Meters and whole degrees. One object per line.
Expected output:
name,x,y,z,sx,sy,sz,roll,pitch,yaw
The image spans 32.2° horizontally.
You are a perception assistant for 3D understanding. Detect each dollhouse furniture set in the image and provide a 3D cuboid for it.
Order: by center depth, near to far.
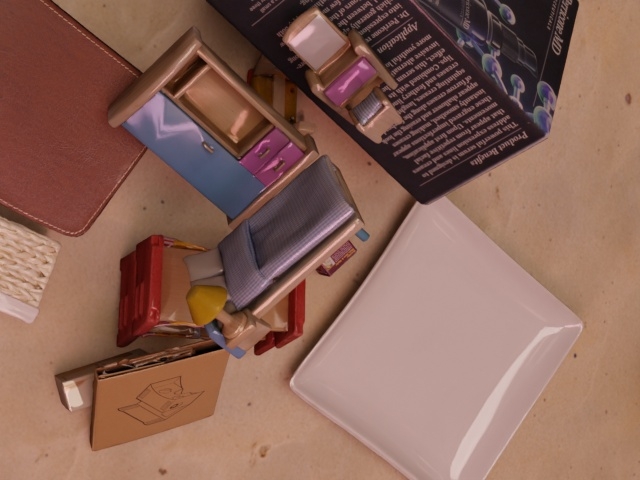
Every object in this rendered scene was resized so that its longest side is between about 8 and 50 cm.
dollhouse furniture set,-0.063,-0.088,1.125,0.286,0.303,0.198,-41,119,14
dollhouse furniture set,-0.132,-0.050,1.406,0.201,0.152,0.374,9,73,-23

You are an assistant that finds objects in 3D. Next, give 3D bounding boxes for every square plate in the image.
square plate,0.169,0.159,1.579,0.344,0.049,0.347,40,78,-20

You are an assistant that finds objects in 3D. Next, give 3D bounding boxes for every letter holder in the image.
letter holder,-0.355,-0.166,1.252,0.302,0.152,0.214,37,84,-32

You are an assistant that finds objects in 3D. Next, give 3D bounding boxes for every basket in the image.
basket,-0.398,0.016,1.291,0.167,0.113,0.103,26,81,-23

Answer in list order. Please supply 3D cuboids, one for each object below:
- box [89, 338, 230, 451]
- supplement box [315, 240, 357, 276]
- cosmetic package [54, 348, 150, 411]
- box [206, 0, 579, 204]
box,-0.198,0.188,1.357,0.165,0.201,0.021,-13,60,-21
supplement box,0.000,0.000,1.498,0.055,0.043,0.083,-43,107,-15
cosmetic package,-0.268,0.174,1.387,0.115,0.060,0.041,-17,99,-23
box,0.102,-0.297,1.368,0.395,0.212,0.293,41,44,-21
